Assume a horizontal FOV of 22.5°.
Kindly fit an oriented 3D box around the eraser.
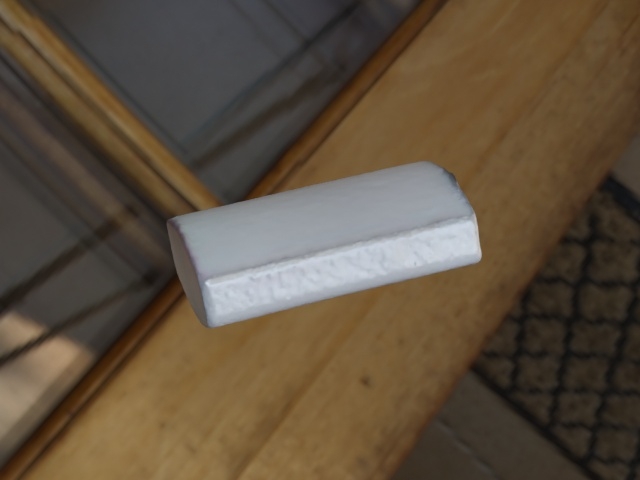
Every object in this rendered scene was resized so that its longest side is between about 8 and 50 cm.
[{"bbox_3d":[0.000,0.000,1.548,0.174,0.270,0.095,-131,31,-66],"label":"eraser"}]
